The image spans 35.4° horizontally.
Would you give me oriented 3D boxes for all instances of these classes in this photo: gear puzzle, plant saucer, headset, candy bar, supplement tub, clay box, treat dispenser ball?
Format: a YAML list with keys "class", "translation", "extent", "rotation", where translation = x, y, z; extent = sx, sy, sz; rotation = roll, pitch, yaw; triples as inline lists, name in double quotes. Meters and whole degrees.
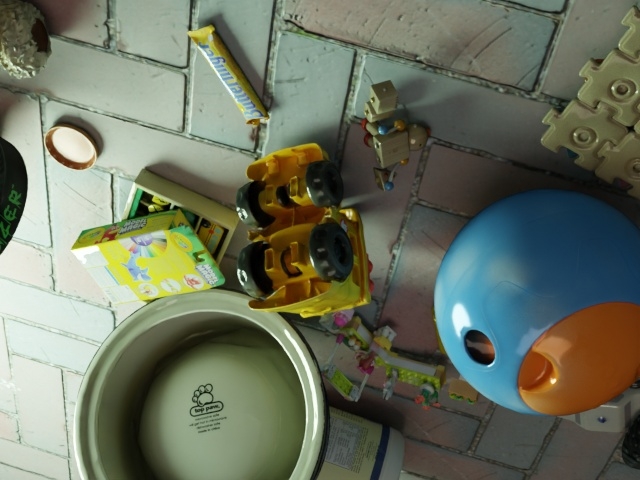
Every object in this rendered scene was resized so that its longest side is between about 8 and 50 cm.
- class: "gear puzzle"
  translation: [0.404, -0.199, 1.143]
  extent: [0.175, 0.044, 0.339]
  rotation: [28, 133, -6]
- class: "plant saucer"
  translation: [-0.371, -0.140, 1.495]
  extent: [0.083, 0.013, 0.084]
  rotation: [11, 136, 10]
- class: "headset"
  translation: [-0.602, -0.079, 1.480]
  extent: [0.394, 0.244, 0.185]
  rotation: [19, 169, 37]
- class: "candy bar"
  translation: [-0.119, -0.217, 1.326]
  extent: [0.040, 0.018, 0.161]
  rotation: [-13, 127, 30]
- class: "supplement tub"
  translation: [-0.039, 0.392, 1.737]
  extent: [0.324, 0.235, 0.235]
  rotation: [19, 136, 1]
- class: "clay box"
  translation: [-0.256, 0.025, 1.534]
  extent: [0.222, 0.053, 0.127]
  rotation: [-11, 128, 27]
- class: "treat dispenser ball"
  translation: [0.289, 0.078, 1.273]
  extent: [0.288, 0.288, 0.288]
  rotation: [10, 135, 10]

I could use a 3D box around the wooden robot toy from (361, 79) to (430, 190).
- class: "wooden robot toy"
  translation: [0.102, -0.142, 1.304]
  extent: [0.079, 0.076, 0.173]
  rotation: [-19, 133, -11]

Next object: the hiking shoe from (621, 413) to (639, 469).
- class: "hiking shoe"
  translation: [0.559, 0.281, 1.487]
  extent: [0.227, 0.086, 0.114]
  rotation: [-40, 120, 19]

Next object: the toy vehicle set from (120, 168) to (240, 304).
- class: "toy vehicle set"
  translation: [-0.241, 0.017, 1.586]
  extent: [0.165, 0.035, 0.267]
  rotation: [24, 136, -4]

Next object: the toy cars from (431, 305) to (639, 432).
- class: "toy cars"
  translation: [0.344, 0.204, 1.520]
  extent: [0.393, 0.087, 0.176]
  rotation: [30, 136, -10]

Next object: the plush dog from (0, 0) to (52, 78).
- class: "plush dog"
  translation: [-0.507, -0.266, 1.267]
  extent: [0.210, 0.225, 0.262]
  rotation: [-10, 129, 27]

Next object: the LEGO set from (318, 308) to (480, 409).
- class: "LEGO set"
  translation: [0.107, 0.212, 1.581]
  extent: [0.287, 0.107, 0.132]
  rotation: [34, 145, -7]

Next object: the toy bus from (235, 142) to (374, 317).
- class: "toy bus"
  translation: [0.000, 0.000, 1.402]
  extent: [0.149, 0.220, 0.211]
  rotation: [-16, 159, 31]

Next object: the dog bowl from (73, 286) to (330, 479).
- class: "dog bowl"
  translation: [-0.169, 0.287, 1.569]
  extent: [0.407, 0.408, 0.150]
  rotation: [4, 166, 16]
